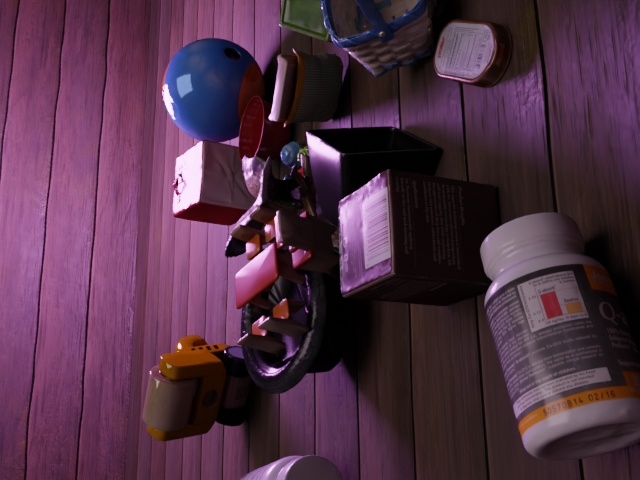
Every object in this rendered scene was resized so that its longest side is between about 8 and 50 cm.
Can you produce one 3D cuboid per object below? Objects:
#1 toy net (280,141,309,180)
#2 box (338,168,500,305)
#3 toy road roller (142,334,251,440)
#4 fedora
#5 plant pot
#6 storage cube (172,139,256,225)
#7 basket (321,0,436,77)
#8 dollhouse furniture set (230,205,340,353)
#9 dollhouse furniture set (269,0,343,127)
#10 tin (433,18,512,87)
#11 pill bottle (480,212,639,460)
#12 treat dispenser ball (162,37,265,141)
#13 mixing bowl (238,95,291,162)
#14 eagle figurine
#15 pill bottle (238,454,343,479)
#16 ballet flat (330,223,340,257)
[{"bbox_3d":[-0.070,-0.125,1.980,0.122,0.045,0.232,22,107,44],"label":"toy net"},{"bbox_3d":[0.155,0.003,1.271,0.167,0.203,0.168,147,126,-59],"label":"box"},{"bbox_3d":[-0.341,0.363,2.093,0.241,0.330,0.202,25,108,41],"label":"toy road roller"},{"bbox_3d":[-0.034,0.158,1.668,0.334,0.153,0.334,-27,55,48],"label":"fedora"},{"bbox_3d":[0.087,-0.109,1.489,0.187,0.188,0.167,-138,48,-60],"label":"plant pot"},{"bbox_3d":[-0.289,-0.157,2.256,0.193,0.215,0.183,-18,66,56],"label":"storage cube"},{"bbox_3d":[0.089,-0.461,1.439,0.201,0.289,0.254,-22,58,22],"label":"basket"},{"bbox_3d":[-0.093,0.046,1.539,0.259,0.135,0.262,-39,46,40],"label":"dollhouse furniture set"},{"bbox_3d":[0.021,-0.379,1.714,0.151,0.198,0.301,25,115,38],"label":"dollhouse furniture set"},{"bbox_3d":[0.252,-0.318,1.351,0.190,0.040,0.106,36,112,62],"label":"tin"},{"bbox_3d":[0.295,0.115,0.991,0.162,0.162,0.278,-51,40,48],"label":"pill bottle"},{"bbox_3d":[-0.298,-0.419,2.246,0.288,0.288,0.288,-28,59,60],"label":"treat dispenser ball"},{"bbox_3d":[-0.138,-0.277,2.091,0.181,0.098,0.181,-172,90,-65],"label":"mixing bowl"},{"bbox_3d":[-0.122,-0.089,1.875,0.298,0.226,0.225,-9,108,38],"label":"eagle figurine"},{"bbox_3d":[-0.070,0.535,1.659,0.283,0.160,0.160,-41,47,55],"label":"pill bottle"},{"bbox_3d":[0.000,0.000,1.753,0.241,0.091,0.077,-3,56,61],"label":"ballet flat"}]
